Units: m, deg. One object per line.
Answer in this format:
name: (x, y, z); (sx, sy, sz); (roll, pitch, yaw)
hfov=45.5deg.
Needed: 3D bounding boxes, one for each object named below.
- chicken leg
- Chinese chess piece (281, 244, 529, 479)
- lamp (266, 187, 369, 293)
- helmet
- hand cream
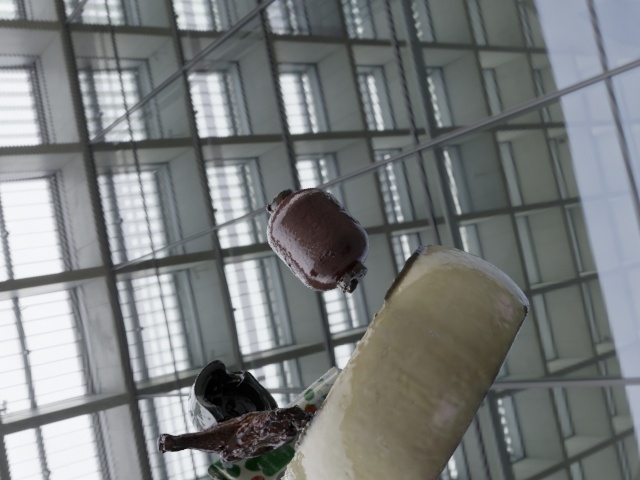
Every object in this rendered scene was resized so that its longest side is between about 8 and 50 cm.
chicken leg: (-0.106, 0.248, 0.980); (0.205, 0.093, 0.053); (-16, -119, -18)
Chinese chess piece: (0.066, 0.123, 0.608); (0.103, 0.250, 0.250); (31, -123, 12)
lamp: (0.000, 0.000, 1.577); (0.180, 0.180, 0.258); (-31, -110, -37)
helmet: (-0.178, 0.326, 1.443); (0.176, 0.107, 0.153); (31, -151, -23)
hand cream: (-0.040, 0.282, 1.140); (0.276, 0.059, 0.095); (-42, -76, 0)
